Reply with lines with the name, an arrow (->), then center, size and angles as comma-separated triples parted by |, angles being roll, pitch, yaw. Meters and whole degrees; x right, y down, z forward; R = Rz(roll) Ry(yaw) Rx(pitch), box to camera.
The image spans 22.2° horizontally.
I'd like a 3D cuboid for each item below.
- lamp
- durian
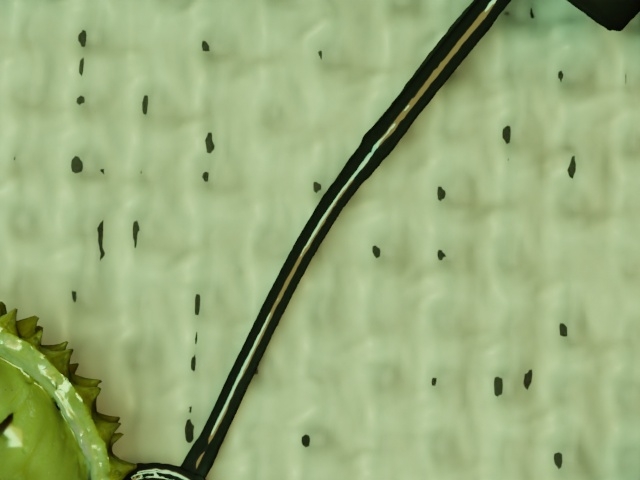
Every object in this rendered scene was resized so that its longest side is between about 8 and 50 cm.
lamp -> 0.002, -0.009, 0.708 | 0.130, 0.108, 0.371 | 39, 82, 7
durian -> -0.143, 0.111, 0.690 | 0.146, 0.102, 0.208 | -17, 98, 8
